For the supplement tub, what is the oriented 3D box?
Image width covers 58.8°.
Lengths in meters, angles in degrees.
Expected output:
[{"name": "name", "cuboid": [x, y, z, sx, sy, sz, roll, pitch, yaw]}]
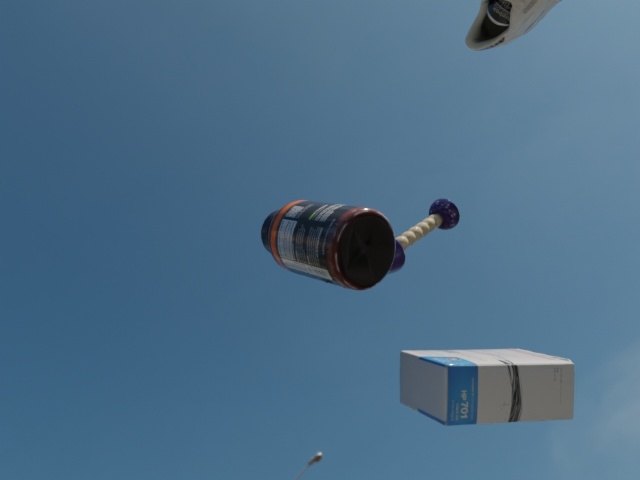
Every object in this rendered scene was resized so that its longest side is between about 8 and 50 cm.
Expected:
[{"name": "supplement tub", "cuboid": [0.000, 0.000, 0.763, 0.106, 0.198, 0.106, -7, -79, -36]}]

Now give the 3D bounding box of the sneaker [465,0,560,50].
[{"name": "sneaker", "cuboid": [0.272, -0.332, 0.720, 0.095, 0.090, 0.235, -31, -15, -26]}]

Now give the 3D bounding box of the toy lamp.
[{"name": "toy lamp", "cuboid": [0.177, -0.004, 1.117, 0.275, 0.080, 0.080, -29, -35, -39]}]

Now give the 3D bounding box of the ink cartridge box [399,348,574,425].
[{"name": "ink cartridge box", "cuboid": [0.223, 0.195, 0.781, 0.191, 0.140, 0.082, 4, -95, -16]}]
